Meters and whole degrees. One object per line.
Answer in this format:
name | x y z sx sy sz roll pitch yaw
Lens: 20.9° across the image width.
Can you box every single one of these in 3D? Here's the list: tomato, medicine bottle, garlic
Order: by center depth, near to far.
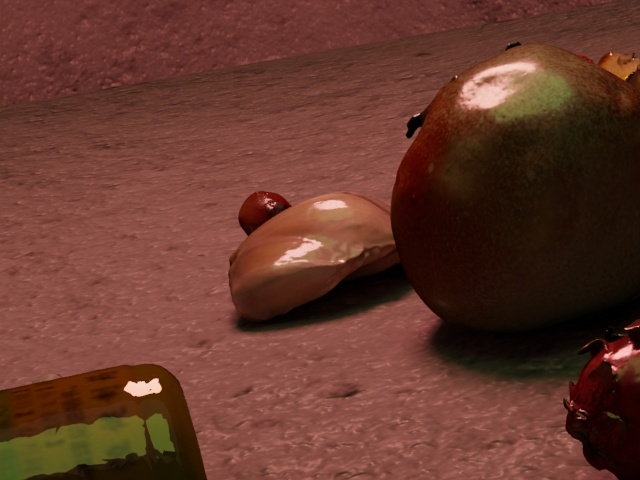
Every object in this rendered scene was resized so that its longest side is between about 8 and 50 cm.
medicine bottle | -0.261 0.222 1.134 0.384 0.224 0.224 -12 16 -8
tomato | 0.229 -0.039 1.754 0.303 0.303 0.239 -17 33 -27
garlic | 0.000 0.000 1.981 0.228 0.110 0.217 -15 11 -3

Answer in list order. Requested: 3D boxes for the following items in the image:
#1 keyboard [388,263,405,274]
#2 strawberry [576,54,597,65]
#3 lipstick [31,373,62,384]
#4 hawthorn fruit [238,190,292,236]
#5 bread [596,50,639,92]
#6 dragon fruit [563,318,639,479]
keyboard | 0.135 0.033 1.976 0.061 0.013 0.204 -17 17 -29
strawberry | 0.358 -0.193 2.431 0.086 0.145 0.145 6 18 11
lipstick | -0.265 0.163 1.672 0.063 0.057 0.186 -9 10 1
hawthorn fruit | -0.065 -0.027 2.204 0.077 0.077 0.077 -8 15 2
bread | 0.366 -0.145 2.272 0.160 0.169 0.140 -27 19 -7
dragon fruit | 0.269 0.126 1.358 0.166 0.136 0.133 3 -7 -44
